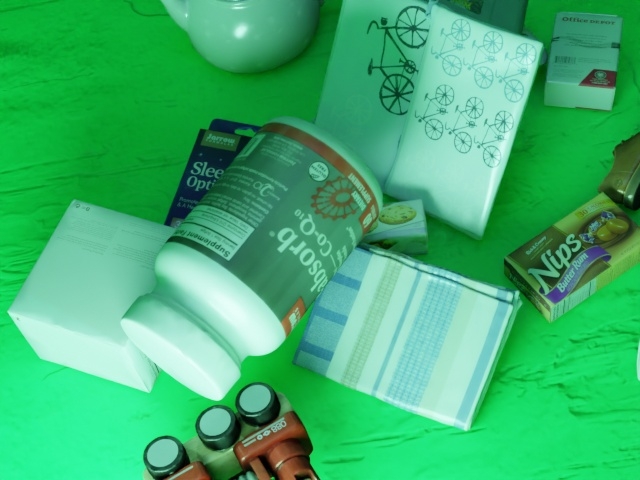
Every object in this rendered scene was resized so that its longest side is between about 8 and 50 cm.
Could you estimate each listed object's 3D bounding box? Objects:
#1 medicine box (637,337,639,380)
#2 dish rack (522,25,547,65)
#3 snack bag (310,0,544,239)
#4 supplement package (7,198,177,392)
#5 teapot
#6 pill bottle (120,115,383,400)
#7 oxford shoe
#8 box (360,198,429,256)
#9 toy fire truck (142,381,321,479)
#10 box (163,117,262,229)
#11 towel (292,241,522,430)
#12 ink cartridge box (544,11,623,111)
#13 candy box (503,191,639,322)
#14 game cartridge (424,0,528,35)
[{"bbox_3d":[0.591,0.067,1.690,0.289,0.149,0.263,9,59,13],"label":"medicine box"},{"bbox_3d":[0.185,-0.373,2.025,0.286,0.072,0.332,-3,49,-35],"label":"dish rack"},{"bbox_3d":[0.139,-0.205,1.860,0.343,0.323,0.037,27,29,24],"label":"snack bag"},{"bbox_3d":[-0.305,0.081,1.820,0.194,0.149,0.203,15,61,18],"label":"supplement package"},{"bbox_3d":[-0.119,-0.419,2.091,0.253,0.187,0.256,26,64,22],"label":"teapot"},{"bbox_3d":[-0.093,0.025,1.701,0.210,0.210,0.363,29,69,24],"label":"pill bottle"},{"bbox_3d":[0.488,-0.143,1.890,0.076,0.076,0.212,22,62,33],"label":"oxford shoe"},{"bbox_3d":[0.000,0.000,1.876,0.324,0.063,0.067,-7,57,4],"label":"box"},{"bbox_3d":[-0.085,0.349,1.633,0.217,0.158,0.246,-29,48,-10],"label":"toy fire truck"},{"bbox_3d":[-0.140,-0.088,1.883,0.137,0.036,0.225,11,65,14],"label":"box"},{"bbox_3d":[0.120,0.128,1.763,0.285,0.034,0.209,18,84,21],"label":"towel"},{"bbox_3d":[0.421,-0.287,1.995,0.109,0.063,0.150,7,58,12],"label":"ink cartridge box"},{"bbox_3d":[0.371,0.023,1.810,0.187,0.053,0.109,-31,58,-13],"label":"candy box"},{"bbox_3d":[0.187,-0.396,1.955,0.294,0.060,0.196,26,41,-5],"label":"game cartridge"}]
